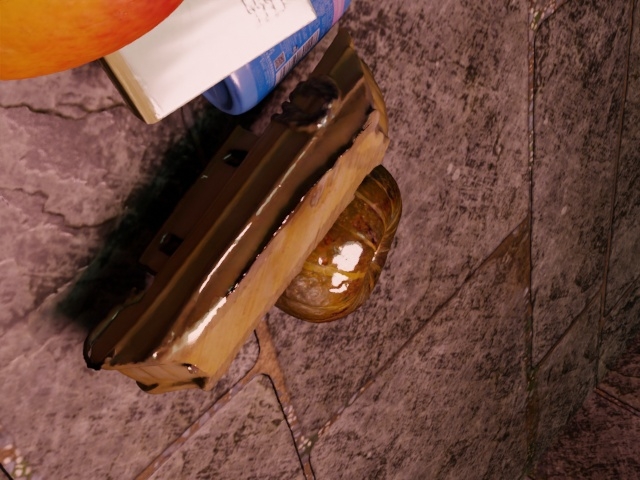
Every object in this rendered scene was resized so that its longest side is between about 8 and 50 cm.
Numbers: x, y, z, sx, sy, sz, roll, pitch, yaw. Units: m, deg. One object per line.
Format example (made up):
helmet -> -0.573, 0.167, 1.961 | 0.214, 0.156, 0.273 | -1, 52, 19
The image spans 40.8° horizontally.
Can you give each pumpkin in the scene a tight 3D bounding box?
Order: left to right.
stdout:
pumpkin -> 0.000, 0.000, 1.058 | 0.219, 0.162, 0.219 | -60, 170, -19

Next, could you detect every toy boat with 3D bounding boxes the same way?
toy boat -> -0.076, -0.030, 0.921 | 0.445, 0.162, 0.136 | -53, 145, -7

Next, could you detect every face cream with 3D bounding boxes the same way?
face cream -> -0.030, -0.254, 0.891 | 0.264, 0.083, 0.149 | -49, 156, -18

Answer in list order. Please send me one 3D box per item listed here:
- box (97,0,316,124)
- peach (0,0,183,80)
box -> -0.133, -0.255, 0.714 | 0.210, 0.045, 0.270 | -36, 128, -6
peach -> -0.201, -0.226, 0.472 | 0.308, 0.289, 0.289 | 35, 83, -14
